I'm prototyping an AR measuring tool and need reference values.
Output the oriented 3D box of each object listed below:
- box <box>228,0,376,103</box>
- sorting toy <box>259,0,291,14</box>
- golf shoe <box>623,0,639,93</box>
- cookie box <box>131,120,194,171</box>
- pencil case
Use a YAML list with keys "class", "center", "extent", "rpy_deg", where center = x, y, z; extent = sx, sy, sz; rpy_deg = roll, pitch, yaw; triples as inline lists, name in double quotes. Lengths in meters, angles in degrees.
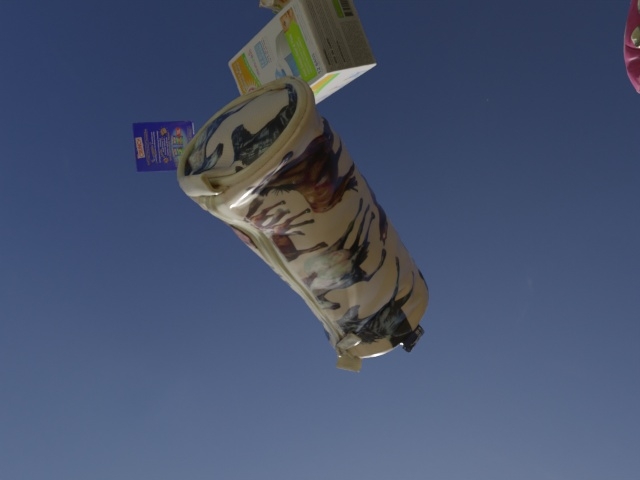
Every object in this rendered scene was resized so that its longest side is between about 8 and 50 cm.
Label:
- class: "box"
  center: [-0.034, -0.266, 0.784]
  extent: [0.203, 0.103, 0.114]
  rpy_deg: [-16, -83, 52]
- class: "sorting toy"
  center: [-0.052, -0.381, 0.813]
  extent: [0.044, 0.075, 0.084]
  rpy_deg: [-2, -102, 56]
- class: "golf shoe"
  center: [0.428, -0.209, 0.601]
  extent: [0.115, 0.140, 0.306]
  rpy_deg: [-6, -47, 39]
- class: "cookie box"
  center: [-0.289, -0.175, 0.971]
  extent: [0.107, 0.040, 0.092]
  rpy_deg: [-4, -82, -9]
- class: "pencil case"
  center: [0.000, 0.000, 0.630]
  extent: [0.159, 0.184, 0.410]
  rpy_deg: [-3, -36, 30]
